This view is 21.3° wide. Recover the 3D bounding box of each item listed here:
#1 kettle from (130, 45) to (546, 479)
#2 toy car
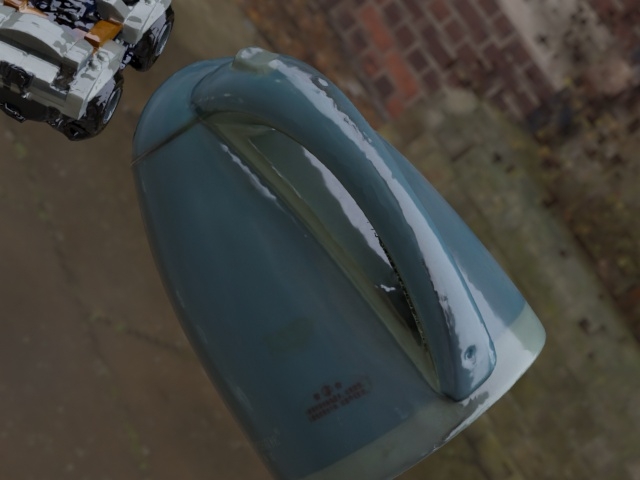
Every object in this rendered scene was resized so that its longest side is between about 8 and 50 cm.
[{"bbox_3d":[0.000,0.000,1.315,0.342,0.247,0.319,55,-27,-4],"label":"kettle"},{"bbox_3d":[-0.273,-0.237,1.832,0.193,0.118,0.301,25,42,4],"label":"toy car"}]
